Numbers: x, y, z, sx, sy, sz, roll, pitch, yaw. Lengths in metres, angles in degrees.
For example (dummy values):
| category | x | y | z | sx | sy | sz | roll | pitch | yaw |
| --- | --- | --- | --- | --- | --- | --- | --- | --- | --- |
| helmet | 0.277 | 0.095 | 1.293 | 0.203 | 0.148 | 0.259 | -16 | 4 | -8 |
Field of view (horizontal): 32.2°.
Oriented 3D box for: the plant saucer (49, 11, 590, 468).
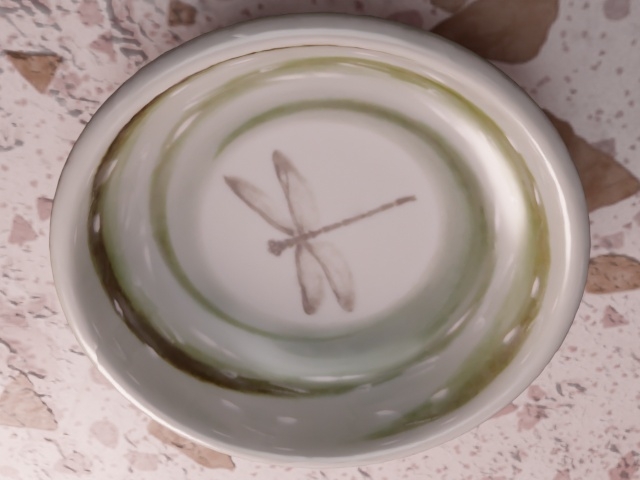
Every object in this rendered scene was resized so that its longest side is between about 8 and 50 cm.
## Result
| category | x | y | z | sx | sy | sz | roll | pitch | yaw |
| --- | --- | --- | --- | --- | --- | --- | --- | --- | --- |
| plant saucer | 0.000 | 0.000 | 0.859 | 0.401 | 0.100 | 0.400 | 0 | 123 | 1 |
